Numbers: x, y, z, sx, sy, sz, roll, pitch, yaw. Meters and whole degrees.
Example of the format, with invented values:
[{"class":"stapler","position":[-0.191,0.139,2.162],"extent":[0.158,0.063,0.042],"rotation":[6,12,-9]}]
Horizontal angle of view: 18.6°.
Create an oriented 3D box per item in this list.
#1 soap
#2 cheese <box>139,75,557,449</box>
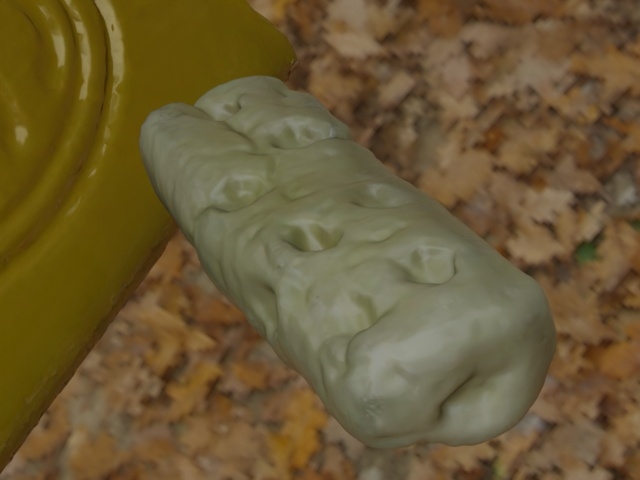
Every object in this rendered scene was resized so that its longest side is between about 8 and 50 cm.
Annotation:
[{"class":"soap","position":[-0.154,-0.024,0.650],"extent":[0.096,0.204,0.324],"rotation":[-40,13,40]},{"class":"cheese","position":[0.000,0.000,0.552],"extent":[0.065,0.043,0.194],"rotation":[-13,27,-17]}]
